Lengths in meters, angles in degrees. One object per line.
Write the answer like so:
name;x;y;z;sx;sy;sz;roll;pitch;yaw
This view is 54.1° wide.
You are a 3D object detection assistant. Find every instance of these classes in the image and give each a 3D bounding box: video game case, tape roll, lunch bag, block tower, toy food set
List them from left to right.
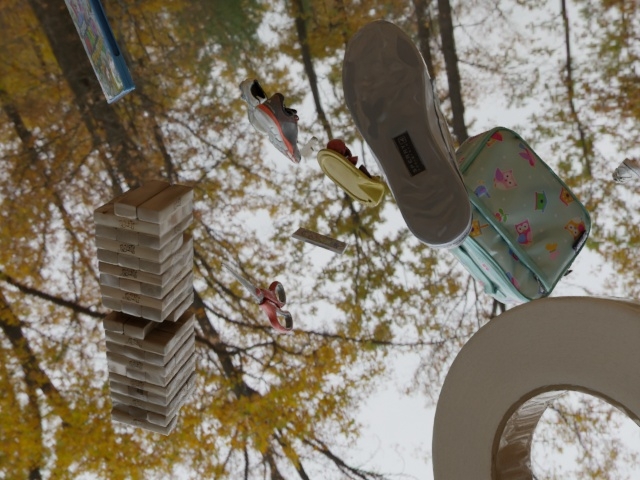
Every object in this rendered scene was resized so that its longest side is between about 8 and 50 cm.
video game case;-0.297;-0.270;0.827;0.015;0.166;0.119;-26;-165;-26
block tower;-0.224;0.091;0.827;0.090;0.336;0.097;12;-154;12
video game case;0.000;0.000;1.442;0.122;0.011;0.087;20;-166;6
toy food set;0.065;-0.174;1.418;0.071;0.218;0.128;-49;179;-19
lunch bag;0.316;-0.032;1.061;0.224;0.279;0.108;-49;-169;-20
tape roll;0.276;0.249;0.628;0.072;0.392;0.392;4;-164;-37

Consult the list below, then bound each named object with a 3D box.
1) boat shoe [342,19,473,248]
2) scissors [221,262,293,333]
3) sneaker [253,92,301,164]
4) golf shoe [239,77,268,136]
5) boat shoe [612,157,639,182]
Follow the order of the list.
boat shoe;0.147;-0.156;0.971;0.135;0.367;0.156;-26;165;14
scissors;-0.109;0.111;1.159;0.021;0.297;0.109;-13;-105;13
sneaker;-0.055;-0.189;1.067;0.065;0.158;0.061;-46;-119;-8
golf shoe;-0.177;-0.385;1.813;0.069;0.176;0.086;-32;-165;-23
boat shoe;0.478;-0.105;0.985;0.035;0.035;0.100;-46;169;15
